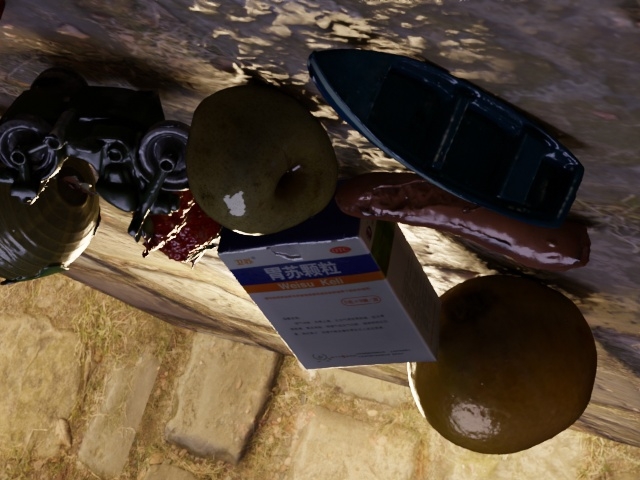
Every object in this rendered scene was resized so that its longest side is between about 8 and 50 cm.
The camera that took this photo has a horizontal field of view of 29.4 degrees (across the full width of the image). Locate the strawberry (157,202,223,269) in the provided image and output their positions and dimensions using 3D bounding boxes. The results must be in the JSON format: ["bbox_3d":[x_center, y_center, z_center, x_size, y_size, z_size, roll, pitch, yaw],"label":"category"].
[{"bbox_3d":[-0.231,-0.031,1.942,0.148,0.131,0.131,16,172,-28],"label":"strawberry"}]

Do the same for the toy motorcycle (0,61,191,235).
[{"bbox_3d":[-0.259,-0.116,1.432,0.275,0.127,0.205,5,-149,5],"label":"toy motorcycle"}]

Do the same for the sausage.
[{"bbox_3d":[0.167,-0.028,1.420,0.304,0.078,0.078,17,169,5],"label":"sausage"}]

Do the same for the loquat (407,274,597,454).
[{"bbox_3d":[0.266,0.182,1.782,0.275,0.275,0.275,18,169,4],"label":"loquat"}]

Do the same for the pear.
[{"bbox_3d":[-0.066,-0.085,1.319,0.136,0.167,0.167,26,177,45],"label":"pear"}]

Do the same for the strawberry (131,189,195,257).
[{"bbox_3d":[-0.220,-0.077,1.709,0.106,0.175,0.236,-10,-150,-8],"label":"strawberry"}]

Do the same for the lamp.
[{"bbox_3d":[-0.446,-0.066,1.878,0.284,0.250,0.250,-15,149,38],"label":"lamp"}]

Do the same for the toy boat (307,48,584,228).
[{"bbox_3d":[0.107,-0.100,1.119,0.299,0.096,0.062,26,176,-23],"label":"toy boat"}]

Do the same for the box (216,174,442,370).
[{"bbox_3d":[0.021,0.052,1.621,0.200,0.106,0.299,-7,142,23],"label":"box"}]

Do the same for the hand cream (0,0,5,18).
[{"bbox_3d":[-0.447,-0.235,1.303,0.193,0.125,0.193,17,167,4],"label":"hand cream"}]
